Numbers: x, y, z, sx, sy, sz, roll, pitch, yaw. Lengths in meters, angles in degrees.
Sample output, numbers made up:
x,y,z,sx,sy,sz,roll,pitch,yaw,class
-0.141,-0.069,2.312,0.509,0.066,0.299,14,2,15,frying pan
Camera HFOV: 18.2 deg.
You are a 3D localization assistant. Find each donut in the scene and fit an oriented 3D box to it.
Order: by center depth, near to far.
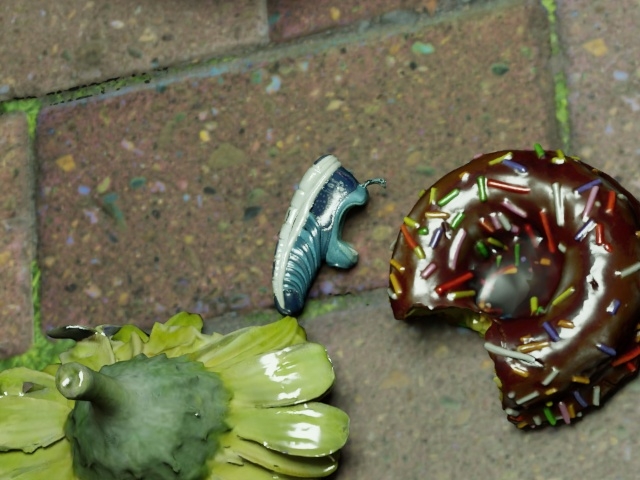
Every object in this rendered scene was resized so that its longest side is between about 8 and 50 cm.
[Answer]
x,y,z,sx,sy,sz,roll,pitch,yaw,class
0.165,0.026,1.601,0.216,0.096,0.230,-38,63,5,donut

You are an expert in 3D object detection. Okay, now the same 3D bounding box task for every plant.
x,y,z,sx,sy,sz,roll,pitch,yaw,class
-0.161,0.138,1.617,0.306,0.297,0.261,-45,37,-2,plant

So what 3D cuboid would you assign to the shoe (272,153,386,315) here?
x,y,z,sx,sy,sz,roll,pitch,yaw,class
0.000,0.000,1.698,0.071,0.064,0.143,23,86,7,shoe
